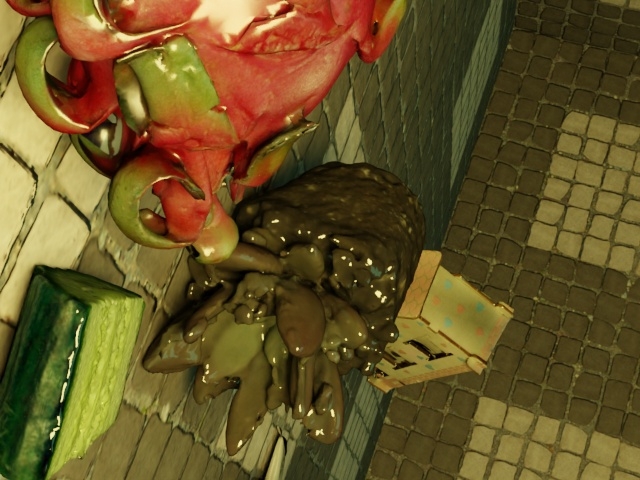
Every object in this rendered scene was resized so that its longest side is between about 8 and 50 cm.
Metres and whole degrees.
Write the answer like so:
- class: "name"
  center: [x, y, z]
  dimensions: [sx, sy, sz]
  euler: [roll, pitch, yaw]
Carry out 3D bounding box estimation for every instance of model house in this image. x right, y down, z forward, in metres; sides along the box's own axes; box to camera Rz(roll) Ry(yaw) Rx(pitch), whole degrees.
- class: "model house"
  center: [0.127, 0.115, 1.564]
  dimensions: [0.326, 0.244, 0.169]
  euler: [-28, -146, 58]

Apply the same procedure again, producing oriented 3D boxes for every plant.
- class: "plant"
  center: [-0.015, 0.046, 0.873]
  dimensions: [0.321, 0.181, 0.194]
  euler: [-54, 153, -53]

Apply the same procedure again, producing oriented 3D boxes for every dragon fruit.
- class: "dragon fruit"
  center: [-0.070, -0.123, 0.484]
  dimensions: [0.273, 0.198, 0.218]
  euler: [-52, -171, 24]

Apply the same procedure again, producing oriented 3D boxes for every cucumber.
- class: "cucumber"
  center: [-0.161, 0.078, 0.580]
  dimensions: [0.116, 0.062, 0.115]
  euler: [0, 108, -84]

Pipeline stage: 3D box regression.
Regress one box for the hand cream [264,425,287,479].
- class: "hand cream"
  center: [-0.095, 0.437, 1.339]
  dimensions: [0.121, 0.076, 0.336]
  euler: [95, 10, -59]
